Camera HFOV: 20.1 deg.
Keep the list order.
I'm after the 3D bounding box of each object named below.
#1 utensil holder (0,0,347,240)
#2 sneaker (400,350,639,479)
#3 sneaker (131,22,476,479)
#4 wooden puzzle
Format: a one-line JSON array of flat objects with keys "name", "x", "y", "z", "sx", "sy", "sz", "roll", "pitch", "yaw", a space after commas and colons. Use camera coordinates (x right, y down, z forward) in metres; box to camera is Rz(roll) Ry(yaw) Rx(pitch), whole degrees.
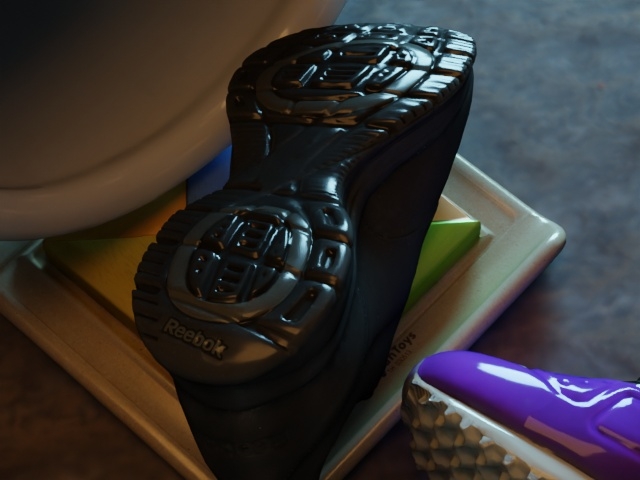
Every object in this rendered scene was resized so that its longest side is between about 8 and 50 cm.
[{"name": "utensil holder", "x": -0.203, "y": -0.232, "z": 0.859, "sx": 0.385, "sy": 0.327, "sz": 0.327, "roll": 35, "pitch": 69, "yaw": 28}, {"name": "sneaker", "x": 0.184, "y": 0.102, "z": 0.795, "sx": 0.293, "sy": 0.102, "sz": 0.146, "roll": 25, "pitch": 61, "yaw": 14}, {"name": "sneaker", "x": 0.000, "y": 0.000, "z": 0.827, "sx": 0.109, "sy": 0.130, "sz": 0.286, "roll": 9, "pitch": 41, "yaw": 22}, {"name": "wooden puzzle", "x": -0.033, "y": 0.002, "z": 0.903, "sx": 0.239, "sy": 0.044, "sz": 0.221, "roll": 37, "pitch": 70, "yaw": 24}]
